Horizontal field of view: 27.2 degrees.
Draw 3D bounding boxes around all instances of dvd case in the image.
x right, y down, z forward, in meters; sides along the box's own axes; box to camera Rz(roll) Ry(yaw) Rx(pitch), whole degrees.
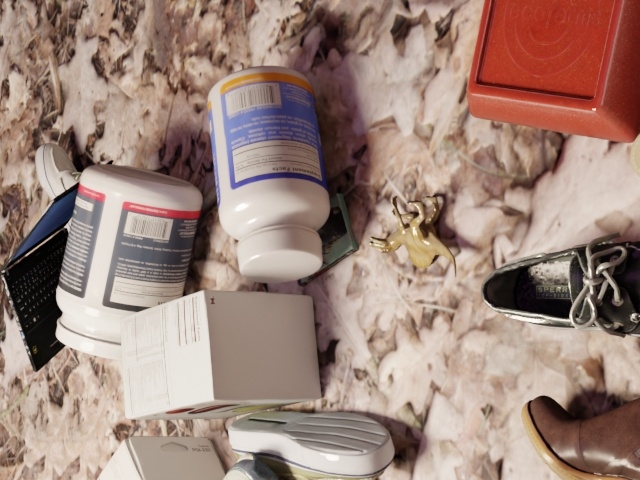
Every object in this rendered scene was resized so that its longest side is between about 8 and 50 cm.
[{"bbox_3d":[0.000,0.000,1.834,0.119,0.013,0.087,-35,60,41],"label":"dvd case"}]

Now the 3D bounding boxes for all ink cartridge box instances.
[{"bbox_3d":[-0.258,0.393,1.967,0.218,0.158,0.092,-56,47,28],"label":"ink cartridge box"}]

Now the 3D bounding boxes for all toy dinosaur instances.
[{"bbox_3d":[0.131,-0.008,1.672,0.183,0.053,0.093,15,112,56],"label":"toy dinosaur"}]

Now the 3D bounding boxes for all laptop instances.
[{"bbox_3d":[-0.392,0.037,2.107,0.136,0.234,0.264,-10,105,19],"label":"laptop"}]

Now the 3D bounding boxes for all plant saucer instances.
[{"bbox_3d":[0.275,-0.258,1.529,0.258,0.047,0.259,17,97,48],"label":"plant saucer"}]

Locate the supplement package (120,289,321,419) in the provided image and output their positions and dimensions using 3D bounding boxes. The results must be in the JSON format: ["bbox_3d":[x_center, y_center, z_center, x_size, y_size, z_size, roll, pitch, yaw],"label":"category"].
[{"bbox_3d":[-0.139,0.163,1.834,0.203,0.194,0.149,-19,72,47],"label":"supplement package"}]

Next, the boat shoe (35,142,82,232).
[{"bbox_3d":[-0.417,-0.081,2.280,0.076,0.083,0.226,-35,72,29],"label":"boat shoe"}]

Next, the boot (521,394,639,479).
[{"bbox_3d":[0.343,0.191,1.392,0.207,0.090,0.248,-53,44,12],"label":"boot"}]

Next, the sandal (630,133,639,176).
[{"bbox_3d":[0.395,-0.091,1.346,0.240,0.079,0.088,13,95,49],"label":"sandal"}]

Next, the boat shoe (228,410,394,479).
[{"bbox_3d":[-0.007,0.287,1.758,0.302,0.109,0.094,-1,109,52],"label":"boat shoe"}]

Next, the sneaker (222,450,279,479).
[{"bbox_3d":[-0.124,0.396,1.790,0.110,0.122,0.283,45,140,21],"label":"sneaker"}]

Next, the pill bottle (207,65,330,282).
[{"bbox_3d":[-0.068,-0.086,1.801,0.152,0.152,0.272,-30,58,42],"label":"pill bottle"}]

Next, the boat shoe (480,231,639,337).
[{"bbox_3d":[0.305,0.046,1.412,0.306,0.105,0.113,2,87,49],"label":"boat shoe"}]

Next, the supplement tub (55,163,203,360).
[{"bbox_3d":[-0.297,0.031,2.032,0.191,0.191,0.272,22,101,48],"label":"supplement tub"}]
